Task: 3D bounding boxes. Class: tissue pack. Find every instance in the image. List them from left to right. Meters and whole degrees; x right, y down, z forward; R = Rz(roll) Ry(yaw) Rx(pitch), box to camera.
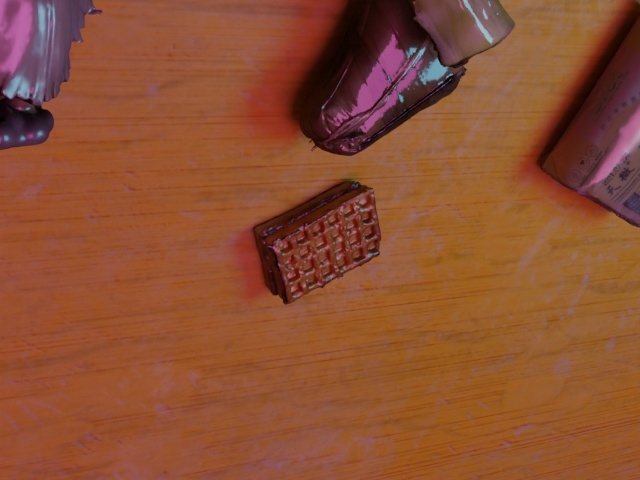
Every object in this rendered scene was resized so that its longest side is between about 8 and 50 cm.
[{"bbox_3d":[0.436,-0.152,1.733,0.215,0.123,0.256,24,100,-42],"label":"tissue pack"}]

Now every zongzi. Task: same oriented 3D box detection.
[{"bbox_3d":[0.044,-0.205,1.423,0.194,0.099,0.197,-38,123,-13],"label":"zongzi"}]

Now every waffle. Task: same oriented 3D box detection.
[{"bbox_3d":[0.000,0.000,1.548,0.148,0.042,0.102,-28,129,-21],"label":"waffle"}]

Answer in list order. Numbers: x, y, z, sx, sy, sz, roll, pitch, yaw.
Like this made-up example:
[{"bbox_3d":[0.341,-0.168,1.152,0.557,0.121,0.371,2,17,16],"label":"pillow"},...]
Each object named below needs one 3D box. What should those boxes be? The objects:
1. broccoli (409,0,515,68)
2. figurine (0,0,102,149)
[{"bbox_3d":[0.101,-0.337,1.275,0.361,0.221,0.252,31,91,-40],"label":"broccoli"},{"bbox_3d":[-0.240,-0.268,1.114,0.207,0.166,0.386,-14,130,-51],"label":"figurine"}]
